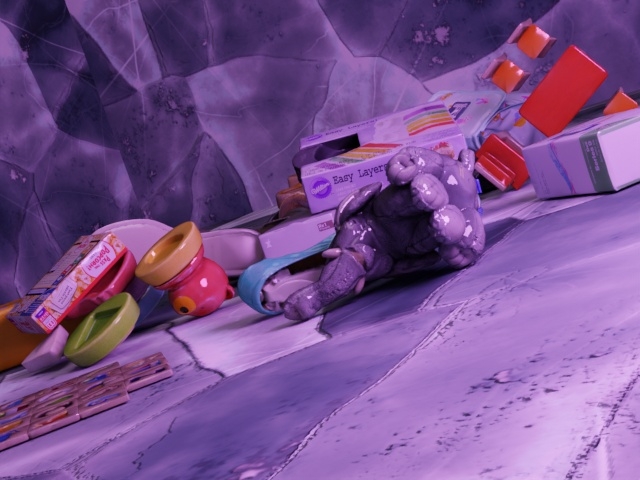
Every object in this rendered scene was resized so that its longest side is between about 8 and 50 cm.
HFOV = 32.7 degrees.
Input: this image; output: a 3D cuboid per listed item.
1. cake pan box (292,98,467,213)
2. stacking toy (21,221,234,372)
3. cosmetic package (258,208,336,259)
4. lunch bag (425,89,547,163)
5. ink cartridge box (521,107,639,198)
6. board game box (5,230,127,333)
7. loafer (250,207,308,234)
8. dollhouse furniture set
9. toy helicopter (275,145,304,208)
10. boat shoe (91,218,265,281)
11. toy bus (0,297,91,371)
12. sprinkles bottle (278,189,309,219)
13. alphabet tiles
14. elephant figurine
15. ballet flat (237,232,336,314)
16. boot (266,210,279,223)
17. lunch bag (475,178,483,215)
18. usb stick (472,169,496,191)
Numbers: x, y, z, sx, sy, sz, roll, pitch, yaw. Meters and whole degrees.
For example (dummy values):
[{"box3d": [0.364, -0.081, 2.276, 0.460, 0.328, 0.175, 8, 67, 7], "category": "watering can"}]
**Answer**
[{"box3d": [0.090, -0.136, 1.737, 0.266, 0.070, 0.246, -15, 18, 5], "category": "cake pan box"}, {"box3d": [-0.298, 0.129, 1.725, 0.309, 0.130, 0.279, -17, 31, 48], "category": "stacking toy"}, {"box3d": [0.000, 0.000, 1.739, 0.127, 0.107, 0.238, -17, 9, 17], "category": "cosmetic package"}, {"box3d": [0.326, -0.225, 2.202, 0.262, 0.160, 0.223, -11, 14, -37], "category": "lunch bag"}, {"box3d": [0.421, -0.130, 1.606, 0.154, 0.093, 0.212, -22, 4, -18], "category": "ink cartridge box"}, {"box3d": [-0.423, 0.070, 1.813, 0.193, 0.045, 0.146, -50, 22, -23], "category": "board game box"}, {"box3d": [-0.084, 0.009, 2.076, 0.087, 0.094, 0.251, -35, 8, -37], "category": "loafer"}, {"box3d": [0.385, -0.213, 1.886, 0.259, 0.262, 0.135, -54, -9, 26], "category": "dollhouse furniture set"}, {"box3d": [0.018, -0.137, 2.497, 0.235, 0.140, 0.355, -4, 17, 28], "category": "toy helicopter"}, {"box3d": [-0.258, 0.027, 1.990, 0.324, 0.117, 0.097, 0, -13, -6], "category": "boat shoe"}, {"box3d": [-0.523, 0.158, 1.943, 0.332, 0.108, 0.130, -20, 7, -11], "category": "toy bus"}, {"box3d": [0.057, -0.082, 2.256, 0.121, 0.121, 0.355, -15, 7, 36], "category": "sprinkles bottle"}, {"box3d": [-0.346, 0.209, 1.314, 0.342, 0.011, 0.285, -20, 6, -12], "category": "alphabet tiles"}, {"box3d": [0.075, -0.008, 1.366, 0.239, 0.169, 0.186, -34, -32, 31], "category": "elephant figurine"}, {"box3d": [0.012, 0.043, 1.467, 0.247, 0.083, 0.087, -20, 30, -9], "category": "ballet flat"}, {"box3d": [-0.093, -0.008, 2.324, 0.229, 0.091, 0.263, -22, -1, 36], "category": "boot"}, {"box3d": [0.164, -0.053, 1.735, 0.176, 0.090, 0.219, -20, 5, -1], "category": "lunch bag"}, {"box3d": [0.307, -0.125, 2.197, 0.077, 0.045, 0.278, -16, 4, -4], "category": "usb stick"}]
